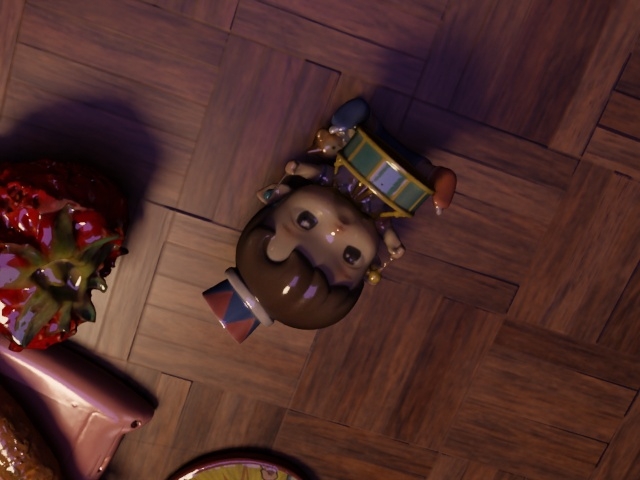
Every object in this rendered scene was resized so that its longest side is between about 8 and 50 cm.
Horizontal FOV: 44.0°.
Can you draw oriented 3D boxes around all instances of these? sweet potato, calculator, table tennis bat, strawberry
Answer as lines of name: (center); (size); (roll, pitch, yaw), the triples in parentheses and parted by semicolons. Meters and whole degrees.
sweet potato: (-0.339, 0.224, 0.871); (0.066, 0.072, 0.314); (-30, 103, -3)
calculator: (-0.379, 0.201, 0.923); (0.329, 0.048, 0.220); (27, 109, -9)
table tennis bat: (-0.149, 0.370, 1.003); (0.310, 0.038, 0.200); (-20, 109, 2)
strawberry: (-0.296, -0.002, 0.795); (0.201, 0.184, 0.187); (29, 134, 26)

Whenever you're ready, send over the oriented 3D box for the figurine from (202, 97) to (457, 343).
figurine: (0.001, -0.002, 0.802); (0.161, 0.158, 0.275); (36, 105, -4)
